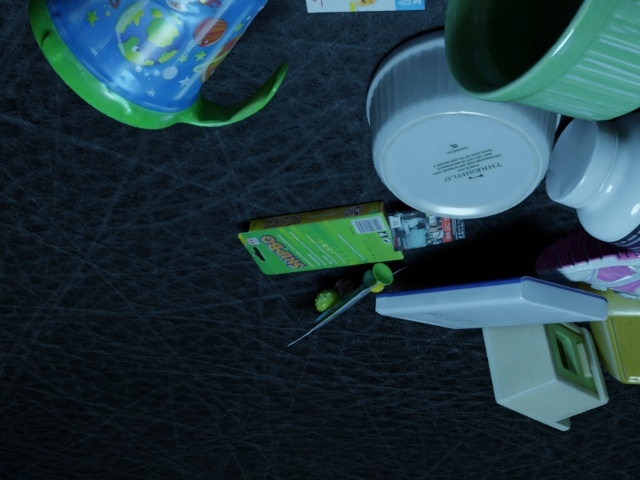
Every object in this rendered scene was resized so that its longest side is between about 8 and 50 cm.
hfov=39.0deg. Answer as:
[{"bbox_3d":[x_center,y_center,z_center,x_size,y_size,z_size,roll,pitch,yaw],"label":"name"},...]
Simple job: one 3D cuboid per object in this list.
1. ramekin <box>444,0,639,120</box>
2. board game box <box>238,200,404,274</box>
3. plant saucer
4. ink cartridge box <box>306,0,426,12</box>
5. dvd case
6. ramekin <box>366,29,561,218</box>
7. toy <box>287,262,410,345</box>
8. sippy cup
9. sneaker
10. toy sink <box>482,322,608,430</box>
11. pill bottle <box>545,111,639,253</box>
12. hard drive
[{"bbox_3d":[0.266,-0.269,0.912,0.148,0.303,0.303,15,144,-20],"label":"ramekin"},{"bbox_3d":[0.000,0.000,1.531,0.260,0.039,0.124,-10,139,19],"label":"board game box"},{"bbox_3d":[0.620,0.159,1.538,0.333,0.081,0.333,-2,142,26],"label":"plant saucer"},{"bbox_3d":[0.033,-0.328,1.067,0.181,0.061,0.104,1,142,11],"label":"ink cartridge box"},{"bbox_3d":[0.171,-0.024,1.455,0.120,0.013,0.087,-12,138,3],"label":"dvd case"},{"bbox_3d":[0.190,-0.143,1.224,0.273,0.127,0.273,6,143,4],"label":"ramekin"},{"bbox_3d":[0.038,0.100,1.613,0.237,0.137,0.056,-35,83,44],"label":"toy"},{"bbox_3d":[-0.179,-0.286,1.054,0.224,0.240,0.305,-37,149,31],"label":"sippy cup"},{"bbox_3d":[0.465,0.046,1.414,0.252,0.103,0.111,-7,119,22],"label":"sneaker"},{"bbox_3d":[0.421,0.231,1.631,0.131,0.152,0.234,-30,138,33],"label":"toy sink"},{"bbox_3d":[0.479,-0.061,1.226,0.323,0.181,0.181,18,142,-12],"label":"pill bottle"},{"bbox_3d":[0.275,0.107,1.491,0.210,0.040,0.319,14,165,-36],"label":"hard drive"}]
